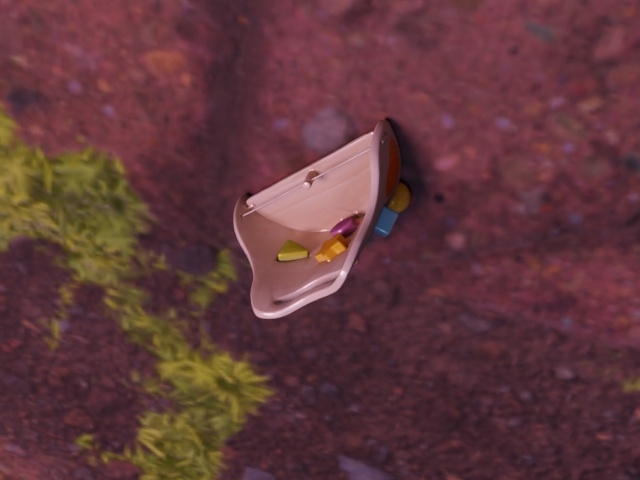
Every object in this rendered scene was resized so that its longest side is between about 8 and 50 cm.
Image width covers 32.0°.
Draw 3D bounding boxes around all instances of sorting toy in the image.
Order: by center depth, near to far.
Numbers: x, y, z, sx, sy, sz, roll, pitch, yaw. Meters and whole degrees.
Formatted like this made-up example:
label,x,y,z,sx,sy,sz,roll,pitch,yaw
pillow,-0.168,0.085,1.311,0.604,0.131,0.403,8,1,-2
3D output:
label,x,y,z,sx,sy,sz,roll,pitch,yaw
sorting toy,0.000,0.000,0.472,0.083,0.075,0.045,-26,117,31
